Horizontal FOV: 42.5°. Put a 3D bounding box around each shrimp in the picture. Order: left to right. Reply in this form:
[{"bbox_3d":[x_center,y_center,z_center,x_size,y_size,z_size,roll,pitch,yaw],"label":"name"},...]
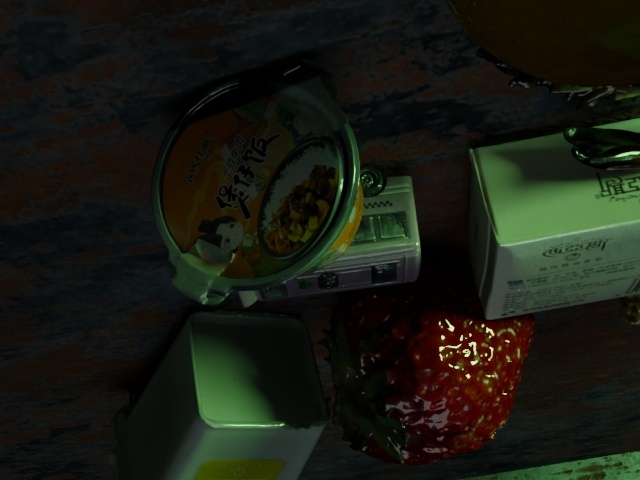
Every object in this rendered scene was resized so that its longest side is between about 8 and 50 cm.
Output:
[{"bbox_3d":[0.271,-0.124,0.689,0.289,0.075,0.178,-13,137,-9],"label":"shrimp"}]

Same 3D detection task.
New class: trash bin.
[{"bbox_3d":[-0.149,0.262,1.177,0.255,0.296,0.368,7,135,-23],"label":"trash bin"}]

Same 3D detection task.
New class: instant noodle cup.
[{"bbox_3d":[-0.038,-0.039,0.709,0.208,0.177,0.125,-46,160,6],"label":"instant noodle cup"}]

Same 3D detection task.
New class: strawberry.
[{"bbox_3d":[0.144,0.142,1.027,0.276,0.257,0.257,-12,157,-29],"label":"strawberry"}]

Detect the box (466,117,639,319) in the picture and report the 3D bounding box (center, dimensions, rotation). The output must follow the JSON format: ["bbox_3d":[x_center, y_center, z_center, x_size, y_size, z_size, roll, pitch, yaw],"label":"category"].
[{"bbox_3d":[0.296,-0.023,0.850,0.274,0.116,0.203,-10,154,4],"label":"box"}]

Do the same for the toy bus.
[{"bbox_3d":[0.000,0.000,0.831,0.198,0.108,0.096,-8,152,0],"label":"toy bus"}]

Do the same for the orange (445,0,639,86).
[{"bbox_3d":[0.177,-0.210,0.436,0.262,0.196,0.335,-26,143,5],"label":"orange"}]

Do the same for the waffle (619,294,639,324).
[{"bbox_3d":[0.557,0.049,1.112,0.309,0.065,0.283,5,148,-16],"label":"waffle"}]
